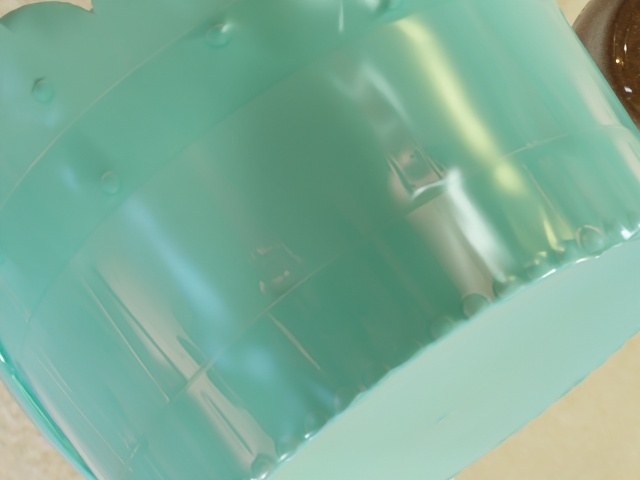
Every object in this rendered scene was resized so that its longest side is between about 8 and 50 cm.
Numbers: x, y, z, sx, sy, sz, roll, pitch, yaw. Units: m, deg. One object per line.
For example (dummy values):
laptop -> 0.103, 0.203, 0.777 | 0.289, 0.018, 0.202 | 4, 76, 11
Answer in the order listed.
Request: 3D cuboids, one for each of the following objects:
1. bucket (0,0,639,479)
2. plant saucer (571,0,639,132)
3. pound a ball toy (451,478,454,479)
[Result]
bucket -> 0.000, 0.000, 0.648 | 0.281, 0.281, 0.183 | -31, 71, -12
plant saucer -> 0.233, -0.099, 0.931 | 0.198, 0.198, 0.036 | -33, 153, -7
pound a ball toy -> -0.020, 0.169, 1.024 | 0.208, 0.136, 0.319 | -9, 130, -7
